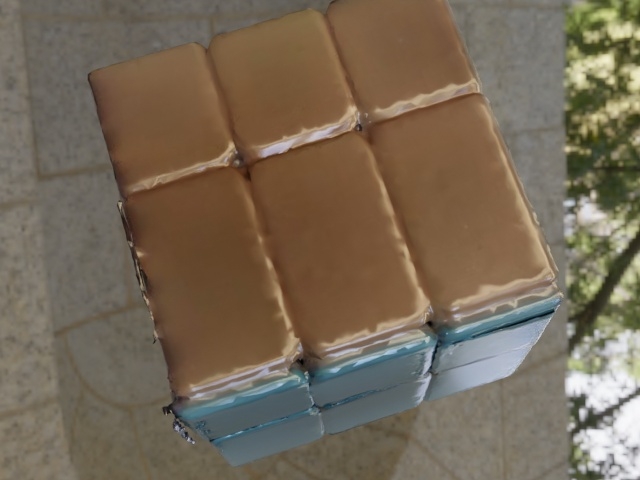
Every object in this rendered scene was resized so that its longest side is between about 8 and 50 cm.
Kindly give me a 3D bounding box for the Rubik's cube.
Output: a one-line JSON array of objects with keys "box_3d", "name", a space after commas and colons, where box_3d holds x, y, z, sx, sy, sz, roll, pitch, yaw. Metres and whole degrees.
[{"box_3d": [0.000, 0.000, 0.699, 0.225, 0.221, 0.231, -17, 162, -3], "name": "Rubik's cube"}]
